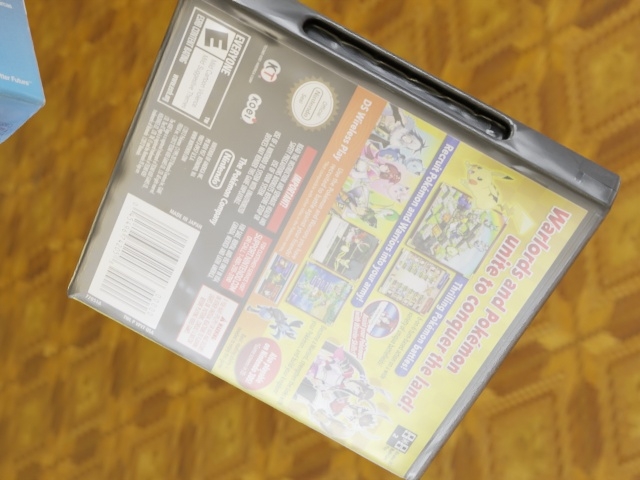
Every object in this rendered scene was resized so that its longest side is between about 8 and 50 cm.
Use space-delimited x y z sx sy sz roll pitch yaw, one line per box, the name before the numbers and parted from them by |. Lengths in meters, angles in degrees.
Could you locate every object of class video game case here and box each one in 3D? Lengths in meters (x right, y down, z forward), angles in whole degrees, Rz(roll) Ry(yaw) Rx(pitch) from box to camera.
video game case | 0.000 0.000 1.017 0.035 0.248 0.275 -61 -1 -45

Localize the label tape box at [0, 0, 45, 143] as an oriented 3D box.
label tape box | -0.388 -0.254 1.485 0.115 0.249 0.347 -36 59 34
